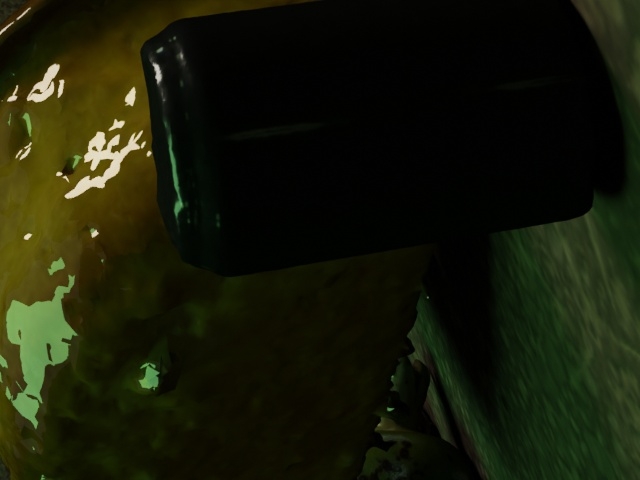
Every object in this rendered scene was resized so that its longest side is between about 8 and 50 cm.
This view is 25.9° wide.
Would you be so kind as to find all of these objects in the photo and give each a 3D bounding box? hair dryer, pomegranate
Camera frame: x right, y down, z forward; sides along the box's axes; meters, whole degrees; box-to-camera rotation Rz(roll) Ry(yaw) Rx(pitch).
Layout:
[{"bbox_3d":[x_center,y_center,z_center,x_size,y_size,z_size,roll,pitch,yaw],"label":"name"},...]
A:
[{"bbox_3d":[-0.008,-0.113,0.397,0.070,0.114,0.248,110,148,-69],"label":"hair dryer"},{"bbox_3d":[0.042,0.141,0.849,0.114,0.114,0.142,101,173,-80],"label":"pomegranate"}]

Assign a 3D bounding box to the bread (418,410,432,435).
[{"bbox_3d":[0.002,0.293,1.051,0.165,0.113,0.416,-127,40,-68],"label":"bread"}]

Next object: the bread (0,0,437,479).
[{"bbox_3d":[-0.077,0.025,0.618,0.194,0.179,0.340,55,148,32],"label":"bread"}]
